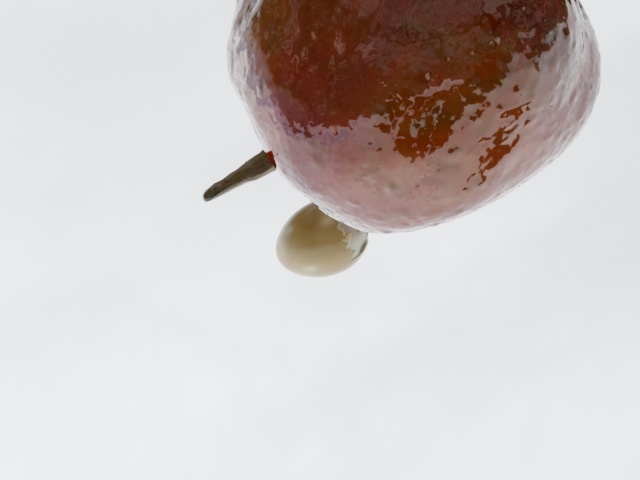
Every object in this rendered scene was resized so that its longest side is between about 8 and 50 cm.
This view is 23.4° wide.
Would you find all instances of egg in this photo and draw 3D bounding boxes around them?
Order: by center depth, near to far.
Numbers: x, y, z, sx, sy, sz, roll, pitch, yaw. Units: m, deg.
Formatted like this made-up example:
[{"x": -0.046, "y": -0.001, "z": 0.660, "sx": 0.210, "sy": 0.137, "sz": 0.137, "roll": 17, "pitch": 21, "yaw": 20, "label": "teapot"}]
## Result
[{"x": 0.000, "y": 0.000, "z": 1.582, "sx": 0.096, "sy": 0.080, "sz": 0.080, "roll": -31, "pitch": -161, "yaw": 30, "label": "egg"}]

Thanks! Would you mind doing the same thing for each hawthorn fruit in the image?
[{"x": 0.040, "y": -0.130, "z": 1.195, "sx": 0.330, "sy": 0.287, "sz": 0.287, "roll": -38, "pitch": -149, "yaw": 5, "label": "hawthorn fruit"}]
